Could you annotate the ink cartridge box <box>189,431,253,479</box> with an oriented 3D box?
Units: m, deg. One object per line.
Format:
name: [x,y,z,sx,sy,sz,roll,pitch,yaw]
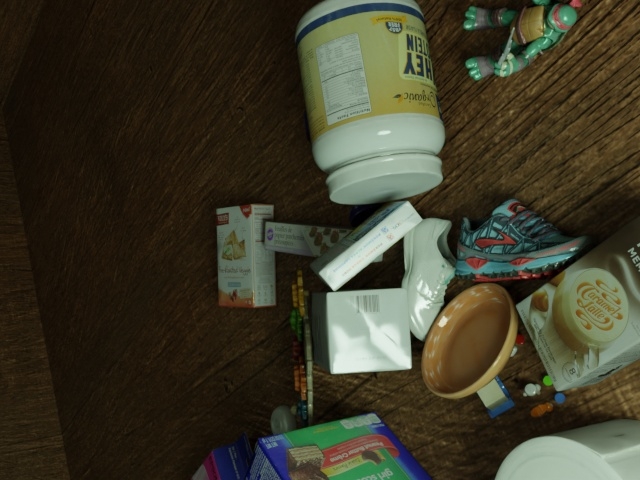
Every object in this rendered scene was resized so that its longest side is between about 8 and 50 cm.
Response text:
ink cartridge box: [-0.238,0.614,1.982,0.371,0.069,0.175,-54,48,43]

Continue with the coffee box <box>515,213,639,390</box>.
coffee box: [0.397,0.083,1.110,0.246,0.098,0.141,-48,54,43]

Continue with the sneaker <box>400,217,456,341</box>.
sneaker: [0.193,0.066,1.415,0.094,0.080,0.212,-6,84,41]

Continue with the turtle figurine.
turtle figurine: [0.298,-0.316,1.227,0.234,0.118,0.175,177,107,-69]

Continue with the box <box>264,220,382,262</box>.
box: [0.000,0.000,1.676,0.324,0.067,0.063,7,96,52]

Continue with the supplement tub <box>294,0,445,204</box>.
supplement tub: [0.087,-0.236,1.418,0.228,0.228,0.316,-22,73,51]

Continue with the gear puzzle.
gear puzzle: [-0.042,0.205,1.606,0.175,0.044,0.338,-97,5,-53]

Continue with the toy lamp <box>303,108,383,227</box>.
toy lamp: [0.038,-0.153,1.615,0.080,0.080,0.274,-49,54,42]

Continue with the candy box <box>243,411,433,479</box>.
candy box: [0.062,0.459,1.427,0.317,0.268,0.122,47,130,42]

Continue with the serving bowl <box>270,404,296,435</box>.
serving bowl: [-0.086,0.403,1.828,0.083,0.027,0.083,-1,89,54]

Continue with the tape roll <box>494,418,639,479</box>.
tape roll: [0.370,0.367,1.094,0.246,0.169,0.246,3,93,54]

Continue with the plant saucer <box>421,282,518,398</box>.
plant saucer: [0.239,0.161,1.314,0.200,0.037,0.200,-44,27,29]

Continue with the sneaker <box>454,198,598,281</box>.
sneaker: [0.295,-0.003,1.246,0.262,0.104,0.125,-7,83,53]

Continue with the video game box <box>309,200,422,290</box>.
video game box: [0.072,0.006,1.428,0.048,0.187,0.205,49,178,-5]

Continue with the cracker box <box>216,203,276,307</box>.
cracker box: [-0.171,0.036,1.906,0.156,0.067,0.232,-4,86,53]

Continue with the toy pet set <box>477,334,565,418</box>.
toy pet set: [0.303,0.229,1.294,0.114,0.065,0.122,-34,61,9]

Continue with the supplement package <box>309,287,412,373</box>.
supplement package: [0.062,0.152,1.455,0.244,0.139,0.133,158,109,-81]
